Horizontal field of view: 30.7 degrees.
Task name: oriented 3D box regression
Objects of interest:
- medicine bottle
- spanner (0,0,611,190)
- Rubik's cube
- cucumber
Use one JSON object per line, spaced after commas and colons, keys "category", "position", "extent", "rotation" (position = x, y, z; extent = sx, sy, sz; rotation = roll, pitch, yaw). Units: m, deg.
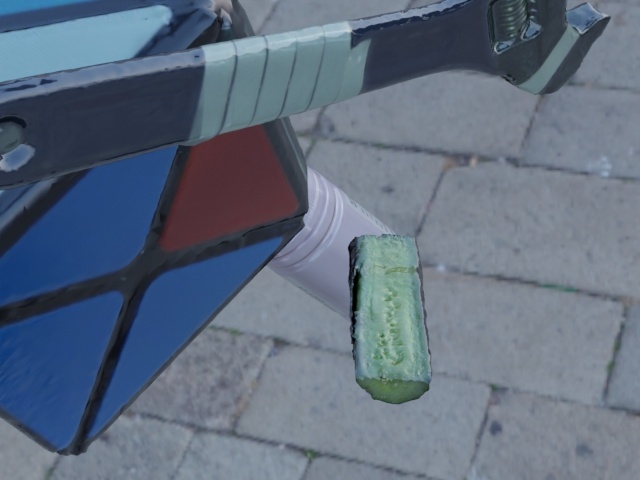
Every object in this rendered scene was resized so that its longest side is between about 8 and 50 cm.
{"category": "medicine bottle", "position": [0.000, 0.000, 1.440], "extent": [0.133, 0.249, 0.133], "rotation": [-23, 50, 31]}
{"category": "spanner", "position": [0.007, -0.075, 0.455], "extent": [0.316, 0.087, 0.024], "rotation": [-17, 49, -32]}
{"category": "Rubik's cube", "position": [-0.183, -0.053, 0.701], "extent": [0.250, 0.246, 0.248], "rotation": [36, 75, 24]}
{"category": "cucumber", "position": [0.067, 0.082, 1.159], "extent": [0.078, 0.062, 0.211], "rotation": [0, 41, 0]}
